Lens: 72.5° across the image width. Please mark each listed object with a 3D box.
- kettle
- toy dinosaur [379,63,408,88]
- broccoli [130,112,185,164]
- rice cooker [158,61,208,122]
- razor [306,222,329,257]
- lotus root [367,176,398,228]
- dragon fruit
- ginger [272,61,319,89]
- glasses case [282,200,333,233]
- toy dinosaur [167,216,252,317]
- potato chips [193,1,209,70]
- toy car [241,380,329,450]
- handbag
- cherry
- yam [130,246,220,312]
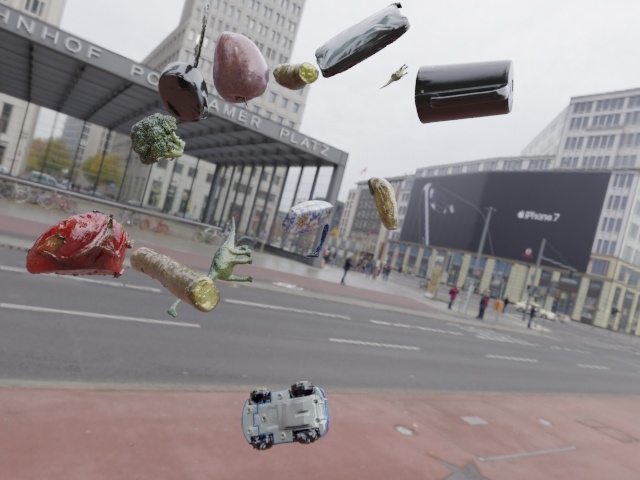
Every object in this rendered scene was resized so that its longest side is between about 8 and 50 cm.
[{"bbox_3d":[0.490,-0.523,1.501,0.307,0.204,0.262,4,-1,29],"label":"kettle"},{"bbox_3d":[0.198,-0.428,1.142,0.026,0.113,0.041,51,-20,-16],"label":"toy dinosaur"},{"bbox_3d":[-0.439,-0.269,1.177,0.137,0.146,0.162,18,6,-32],"label":"broccoli"},{"bbox_3d":[-0.431,-0.468,1.391,0.142,0.119,0.203,6,-30,3],"label":"rice cooker"},{"bbox_3d":[0.001,0.004,1.458,0.044,0.155,0.028,1,-44,27],"label":"razor"},{"bbox_3d":[0.271,-0.157,1.814,0.097,0.259,0.110,-17,-20,6],"label":"lotus root"},{"bbox_3d":[-0.851,0.027,1.588,0.343,0.283,0.100,6,17,-47],"label":"dragon fruit"},{"bbox_3d":[-0.113,-0.727,1.933,0.109,0.117,0.262,-7,17,-35],"label":"ginger"},{"bbox_3d":[-0.033,-0.072,1.312,0.065,0.087,0.248,33,23,19],"label":"glasses case"},{"bbox_3d":[-0.400,0.083,1.579,0.300,0.087,0.447,-3,47,-18],"label":"toy dinosaur"},{"bbox_3d":[-0.383,-0.635,1.390,0.029,0.202,0.220,8,-30,-21],"label":"potato chips"},{"bbox_3d":[-0.118,0.600,1.496,0.313,0.199,0.166,-16,-26,16],"label":"toy car"},{"bbox_3d":[0.134,-0.657,1.425,0.075,0.332,0.192,51,17,-41],"label":"handbag"},{"bbox_3d":[-0.335,-0.701,1.796,0.221,0.308,0.261,-26,17,-33],"label":"cherry"},{"bbox_3d":[-0.298,0.068,0.869,0.066,0.066,0.299,15,1,-45],"label":"yam"}]
